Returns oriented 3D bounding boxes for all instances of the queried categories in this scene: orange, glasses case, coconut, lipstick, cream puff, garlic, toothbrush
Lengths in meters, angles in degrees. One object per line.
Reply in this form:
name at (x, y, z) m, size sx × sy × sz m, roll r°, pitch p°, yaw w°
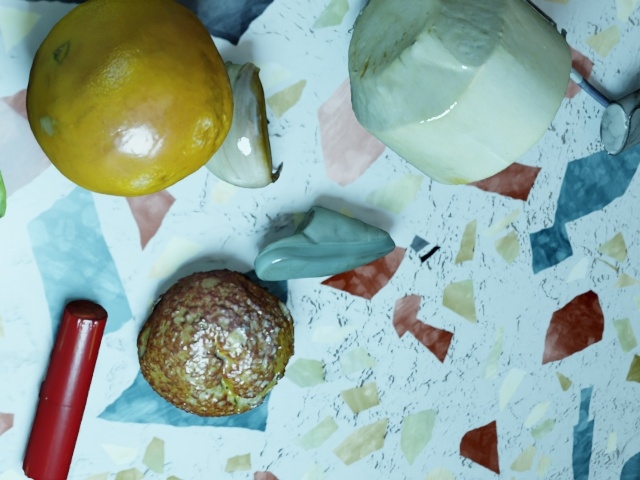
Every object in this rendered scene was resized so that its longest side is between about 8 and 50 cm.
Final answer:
orange at (-0.243, -0.184, 1.586) m, size 0.261 × 0.261 × 0.261 m, roll -12°, pitch 118°, yaw -23°
glasses case at (0.599, -0.241, 2.107) m, size 0.299 × 0.060 × 0.114 m, roll -27°, pitch 147°, yaw -22°
coconut at (0.202, -0.233, 1.785) m, size 0.323 × 0.323 × 0.322 m, roll -12°, pitch 118°, yaw -23°
lipstick at (-0.370, 0.221, 1.826) m, size 0.073 × 0.073 × 0.279 m, roll 7°, pitch 109°, yaw -31°
cream puff at (-0.148, 0.160, 1.867) m, size 0.240 × 0.164 × 0.240 m, roll -16°, pitch 121°, yaw -28°
garlic at (-0.123, -0.140, 1.773) m, size 0.115 × 0.128 × 0.206 m, roll -10°, pitch 128°, yaw 3°
toothbrush at (0.496, -0.216, 2.113) m, size 0.288 × 0.024 × 0.026 m, roll 30°, pitch 111°, yaw -36°

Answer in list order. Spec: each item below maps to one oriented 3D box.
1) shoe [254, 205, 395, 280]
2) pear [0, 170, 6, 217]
shoe at (0.000, 0.000, 1.914) m, size 0.251 × 0.103 × 0.100 m, roll -8°, pitch 74°, yaw -39°
pear at (-0.552, -0.108, 1.538) m, size 0.288 × 0.139 × 0.239 m, roll -15°, pitch 105°, yaw -17°
